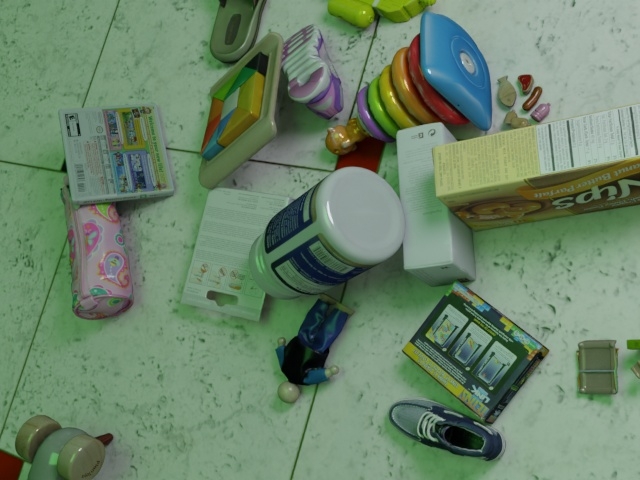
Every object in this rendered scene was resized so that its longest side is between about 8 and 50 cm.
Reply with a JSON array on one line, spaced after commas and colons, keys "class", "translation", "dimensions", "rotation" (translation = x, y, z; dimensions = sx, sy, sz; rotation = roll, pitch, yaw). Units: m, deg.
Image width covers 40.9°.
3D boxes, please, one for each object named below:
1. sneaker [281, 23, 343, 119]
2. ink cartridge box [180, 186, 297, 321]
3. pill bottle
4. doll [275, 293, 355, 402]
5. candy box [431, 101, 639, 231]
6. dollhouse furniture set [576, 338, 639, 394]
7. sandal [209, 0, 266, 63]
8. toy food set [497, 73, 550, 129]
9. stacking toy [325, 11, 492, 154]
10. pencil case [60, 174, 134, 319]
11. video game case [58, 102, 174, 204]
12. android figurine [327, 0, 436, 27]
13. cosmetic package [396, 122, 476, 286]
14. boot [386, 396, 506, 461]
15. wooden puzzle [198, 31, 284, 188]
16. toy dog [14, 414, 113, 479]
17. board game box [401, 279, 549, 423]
[{"class": "sneaker", "translation": [-0.010, -0.297, 1.540], "dimensions": [0.095, 0.104, 0.236], "rotation": [-34, 39, 20]}, {"class": "ink cartridge box", "translation": [-0.143, 0.022, 1.535], "dimensions": [0.181, 0.056, 0.224], "rotation": [10, 86, 30]}, {"class": "pill bottle", "translation": [0.000, 0.000, 1.347], "dimensions": [0.265, 0.153, 0.153], "rotation": [-31, 57, 53]}, {"class": "doll", "translation": [-0.015, 0.183, 1.412], "dimensions": [0.129, 0.046, 0.189], "rotation": [30, 89, 33]}, {"class": "candy box", "translation": [0.341, -0.098, 1.227], "dimensions": [0.317, 0.183, 0.087], "rotation": [-11, 70, 26]}, {"class": "dollhouse furniture set", "translation": [0.433, 0.174, 1.185], "dimensions": [0.152, 0.059, 0.076], "rotation": [-9, 77, 46]}, {"class": "sandal", "translation": [-0.162, -0.498, 1.684], "dimensions": [0.120, 0.086, 0.302], "rotation": [0, 74, 28]}, {"class": "toy food set", "translation": [0.327, -0.216, 1.371], "dimensions": [0.078, 0.019, 0.122], "rotation": [-14, 61, 24]}, {"class": "stacking toy", "translation": [0.125, -0.221, 1.421], "dimensions": [0.302, 0.175, 0.165], "rotation": [-28, 42, 36]}, {"class": "pencil case", "translation": [-0.435, 0.008, 1.654], "dimensions": [0.124, 0.124, 0.284], "rotation": [-23, 65, 21]}, {"class": "video game case", "translation": [-0.400, -0.172, 1.678], "dimensions": [0.194, 0.023, 0.212], "rotation": [-7, 64, -19]}, {"class": "android figurine", "translation": [0.119, -0.497, 1.552], "dimensions": [0.273, 0.056, 0.248], "rotation": [35, 92, 34]}, {"class": "cosmetic package", "translation": [0.180, -0.054, 1.341], "dimensions": [0.086, 0.117, 0.231], "rotation": [-10, 69, 26]}, {"class": "boot", "translation": [0.172, 0.271, 1.258], "dimensions": [0.190, 0.086, 0.069], "rotation": [10, 79, 31]}, {"class": "wooden puzzle", "translation": [-0.150, -0.239, 1.552], "dimensions": [0.221, 0.044, 0.238], "rotation": [-33, 45, 40]}, {"class": "toy dog", "translation": [-0.457, 0.460, 1.530], "dimensions": [0.220, 0.161, 0.333], "rotation": [41, 110, 29]}, {"class": "board game box", "translation": [0.230, 0.165, 1.284], "dimensions": [0.170, 0.048, 0.141], "rotation": [40, 97, 31]}]
